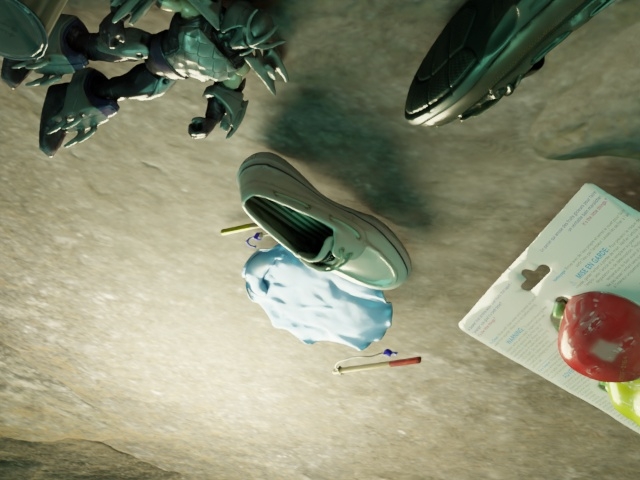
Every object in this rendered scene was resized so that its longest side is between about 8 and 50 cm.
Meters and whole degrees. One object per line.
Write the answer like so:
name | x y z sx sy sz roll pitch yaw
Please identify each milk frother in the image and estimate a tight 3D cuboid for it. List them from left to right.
milk frother | -0.272 -0.225 1.012 0.129 0.135 0.143 29 147 -15

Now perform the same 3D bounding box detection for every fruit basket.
fruit basket | 0.354 0.101 1.221 0.353 0.165 0.327 34 148 4

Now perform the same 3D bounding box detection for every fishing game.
fishing game | -0.001 0.062 1.408 0.189 0.041 0.264 -15 127 39

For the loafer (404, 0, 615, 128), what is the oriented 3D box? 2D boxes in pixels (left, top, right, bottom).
loafer | 0.159 -0.158 0.942 0.084 0.096 0.267 21 147 -16

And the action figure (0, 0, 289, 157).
action figure | -0.153 -0.161 1.089 0.285 0.099 0.185 -9 134 31

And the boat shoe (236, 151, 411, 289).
boat shoe | 0.000 0.000 1.256 0.226 0.076 0.083 32 126 -20
